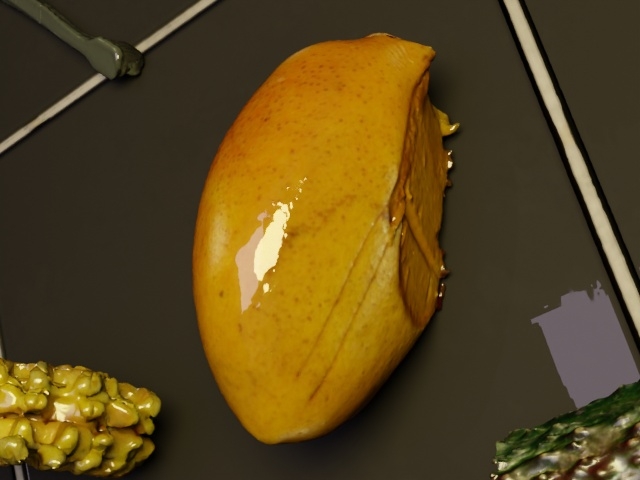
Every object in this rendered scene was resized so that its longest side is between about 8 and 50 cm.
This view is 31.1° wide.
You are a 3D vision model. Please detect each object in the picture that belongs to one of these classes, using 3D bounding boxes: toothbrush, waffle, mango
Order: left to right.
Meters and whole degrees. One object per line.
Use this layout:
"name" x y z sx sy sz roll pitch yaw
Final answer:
"waffle" -0.211 0.114 0.777 0.197 0.193 0.070 2 78 34
"toothbrush" -0.244 -0.199 0.971 0.297 0.030 0.030 34 118 37
"mango" 0.000 0.000 0.690 0.126 0.154 0.252 -2 65 42

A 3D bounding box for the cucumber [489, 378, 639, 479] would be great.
"cucumber" 0.252 0.064 0.533 0.359 0.096 0.096 -29 64 24
